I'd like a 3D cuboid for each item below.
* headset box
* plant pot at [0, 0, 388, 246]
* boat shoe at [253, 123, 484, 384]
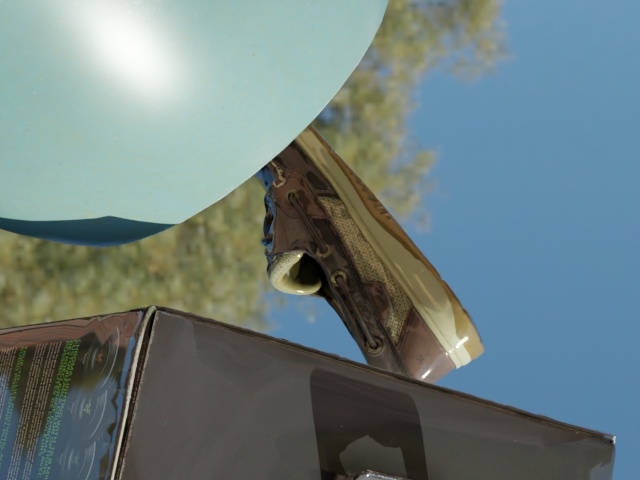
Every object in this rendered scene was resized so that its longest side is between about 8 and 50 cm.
[{"bbox_3d":[-0.041,0.127,0.819,0.246,0.131,0.283,18,165,-29],"label":"headset box"},{"bbox_3d":[-0.110,-0.140,0.725,0.293,0.235,0.293,-32,-151,20],"label":"plant pot"},{"bbox_3d":[0.001,0.001,1.012,0.073,0.080,0.223,-37,-119,-9],"label":"boat shoe"}]
